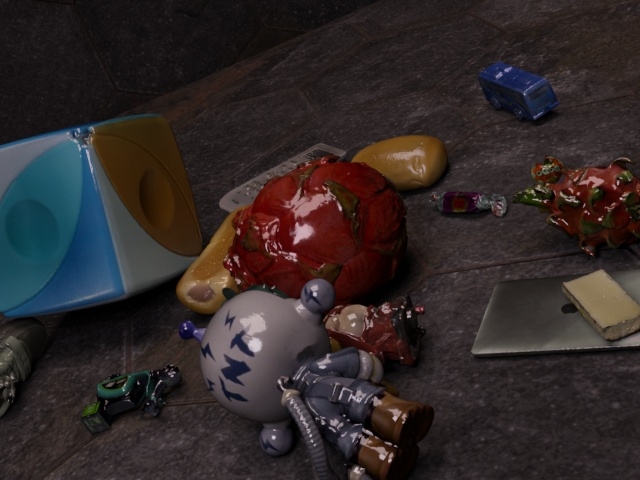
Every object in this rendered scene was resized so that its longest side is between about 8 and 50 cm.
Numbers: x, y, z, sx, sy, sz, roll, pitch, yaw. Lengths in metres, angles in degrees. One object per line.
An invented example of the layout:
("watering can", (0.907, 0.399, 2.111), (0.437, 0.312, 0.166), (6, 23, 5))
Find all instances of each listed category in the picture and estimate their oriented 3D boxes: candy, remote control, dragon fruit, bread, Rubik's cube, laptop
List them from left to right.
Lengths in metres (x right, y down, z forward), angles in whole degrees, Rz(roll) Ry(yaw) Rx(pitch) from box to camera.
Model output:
("Rubik's cube", (-0.480, -0.056, 1.852), (0.351, 0.348, 0.352), (-10, 10, 20))
("bread", (-0.170, 0.035, 1.805), (0.141, 0.091, 0.305), (-3, 32, 24))
("remote control", (-0.083, -0.133, 2.103), (0.313, 0.055, 0.109), (-31, 33, -26))
("dragon fruit", (0.000, 0.000, 1.542), (0.342, 0.277, 0.277), (-30, 26, -1))
("bread", (0.159, -0.164, 1.912), (0.217, 0.098, 0.147), (-8, 26, 26))
("candy", (0.271, -0.070, 1.705), (0.043, 0.045, 0.175), (-1, 3, -44))
("candy", (0.391, -0.100, 1.563), (0.055, 0.049, 0.184), (-12, -16, 11))
("laptop", (0.367, 0.104, 1.328), (0.269, 0.015, 0.188), (-8, 30, 29))
("dragon fruit", (0.420, -0.054, 1.448), (0.235, 0.137, 0.135), (-8, 27, 33))
("bread", (0.399, 0.089, 1.280), (0.068, 0.028, 0.154), (-22, 24, 0))

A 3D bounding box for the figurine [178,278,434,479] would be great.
("figurine", (-0.019, 0.187, 1.252), (0.381, 0.186, 0.261), (25, 89, 33))

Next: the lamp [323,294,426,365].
("lamp", (0.032, 0.154, 1.399), (0.253, 0.118, 0.118), (-10, 29, 22))

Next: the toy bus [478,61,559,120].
("toy bus", (0.434, -0.333, 2.003), (0.079, 0.094, 0.236), (-27, 27, -7))

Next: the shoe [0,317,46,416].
("shoe", (-0.605, 0.264, 1.723), (0.149, 0.109, 0.293), (7, 41, 39))

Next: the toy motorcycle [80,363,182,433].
("toy motorcycle", (-0.314, 0.263, 1.537), (0.173, 0.058, 0.100), (-18, 34, 14))
